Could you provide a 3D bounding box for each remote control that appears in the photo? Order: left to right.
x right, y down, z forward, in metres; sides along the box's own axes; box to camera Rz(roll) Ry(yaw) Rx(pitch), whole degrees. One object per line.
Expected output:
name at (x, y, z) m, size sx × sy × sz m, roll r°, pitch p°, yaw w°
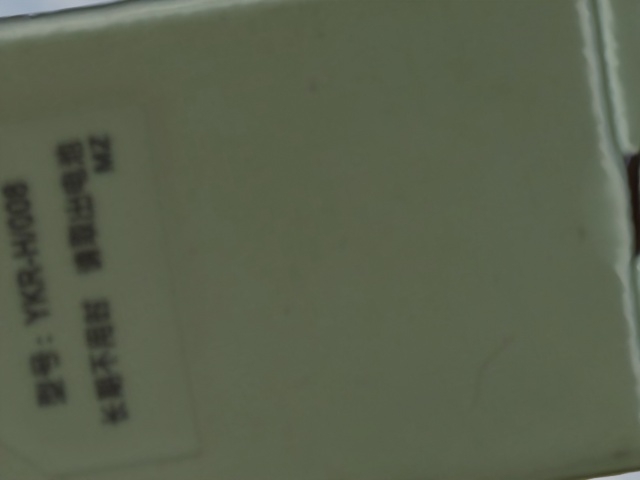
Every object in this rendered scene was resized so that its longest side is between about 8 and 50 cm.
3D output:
remote control at (0.000, 0.000, 0.425) m, size 0.038 × 0.285 × 0.123 m, roll -94°, pitch 173°, yaw -85°
